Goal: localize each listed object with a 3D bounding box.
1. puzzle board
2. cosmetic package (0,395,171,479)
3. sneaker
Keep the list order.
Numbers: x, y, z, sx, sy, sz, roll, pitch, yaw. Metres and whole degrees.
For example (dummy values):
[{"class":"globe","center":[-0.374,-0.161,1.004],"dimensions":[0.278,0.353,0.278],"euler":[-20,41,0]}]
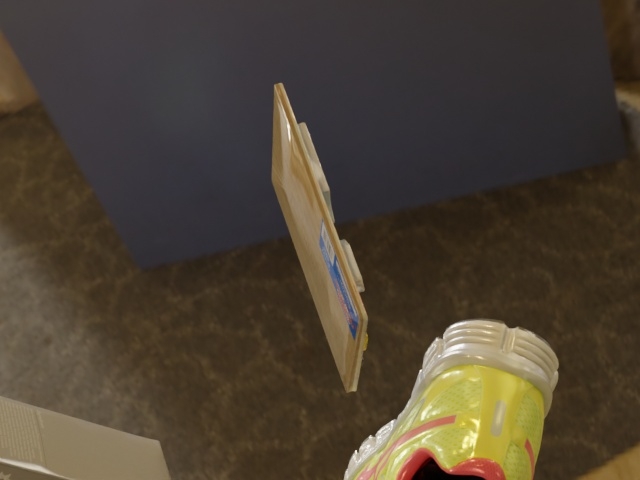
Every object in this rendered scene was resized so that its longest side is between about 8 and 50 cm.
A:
[{"class":"puzzle board","center":[0.000,0.000,0.634],"dimensions":[0.011,0.096,0.128],"euler":[-16,66,-11]},{"class":"cosmetic package","center":[-0.257,0.219,1.128],"dimensions":[0.127,0.238,0.107],"euler":[-57,30,20]},{"class":"sneaker","center":[0.051,0.135,0.633],"dimensions":[0.081,0.208,0.094],"euler":[15,42,1]}]
